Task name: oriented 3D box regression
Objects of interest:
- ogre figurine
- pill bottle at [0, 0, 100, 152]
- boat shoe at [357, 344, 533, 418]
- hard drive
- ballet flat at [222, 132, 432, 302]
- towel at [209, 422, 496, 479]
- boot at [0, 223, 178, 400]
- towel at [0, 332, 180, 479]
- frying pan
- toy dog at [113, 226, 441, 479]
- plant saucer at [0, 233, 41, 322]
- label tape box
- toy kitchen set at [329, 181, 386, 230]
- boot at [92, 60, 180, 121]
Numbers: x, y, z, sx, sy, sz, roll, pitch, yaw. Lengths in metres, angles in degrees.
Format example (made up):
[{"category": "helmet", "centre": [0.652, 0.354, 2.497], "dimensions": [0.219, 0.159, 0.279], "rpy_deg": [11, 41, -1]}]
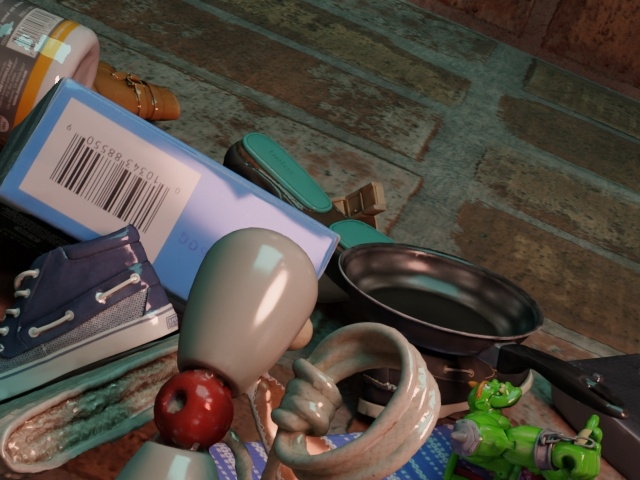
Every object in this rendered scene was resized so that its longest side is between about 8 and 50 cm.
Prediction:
[{"category": "ogre figurine", "centre": [0.166, 0.171, 1.090], "dimensions": [0.118, 0.096, 0.197], "rpy_deg": [11, 12, 9]}, {"category": "pill bottle", "centre": [-0.390, -0.199, 1.421], "dimensions": [0.279, 0.162, 0.162], "rpy_deg": [22, 23, 0]}, {"category": "boat shoe", "centre": [0.129, 0.119, 1.267], "dimensions": [0.084, 0.079, 0.233], "rpy_deg": [6, 5, 43]}, {"category": "hard drive", "centre": [0.358, 0.206, 1.331], "dimensions": [0.172, 0.054, 0.255], "rpy_deg": [-1, 32, -43]}, {"category": "ballet flat", "centre": [0.000, 0.000, 1.400], "dimensions": [0.280, 0.096, 0.095], "rpy_deg": [42, 29, 23]}, {"category": "towel", "centre": [0.084, 0.224, 1.067], "dimensions": [0.336, 0.040, 0.243], "rpy_deg": [2, 29, -39]}, {"category": "boot", "centre": [-0.203, 0.058, 0.953], "dimensions": [0.190, 0.086, 0.069], "rpy_deg": [-22, 1, -4]}, {"category": "towel", "centre": [-0.178, 0.122, 0.913], "dimensions": [0.282, 0.187, 0.049], "rpy_deg": [-21, 90, -57]}, {"category": "frying pan", "centre": [0.160, 0.079, 1.206], "dimensions": [0.326, 0.053, 0.197], "rpy_deg": [27, 23, 28]}, {"category": "toy dog", "centre": [-0.062, 0.175, 0.764], "dimensions": [0.220, 0.333, 0.161], "rpy_deg": [33, -9, 41]}, {"category": "plant saucer", "centre": [-0.308, 0.005, 1.204], "dimensions": [0.199, 0.036, 0.198], "rpy_deg": [18, 22, -8]}, {"category": "label tape box", "centre": [-0.165, -0.009, 1.154], "dimensions": [0.249, 0.115, 0.348], "rpy_deg": [30, -14, -16]}, {"category": "toy kitchen set", "centre": [0.024, -0.023, 1.531], "dimensions": [0.075, 0.083, 0.068], "rpy_deg": [3, 71, -37]}, {"category": "boot", "centre": [-0.238, -0.163, 1.597], "dimensions": [0.152, 0.073, 0.197], "rpy_deg": [14, 26, -28]}]
